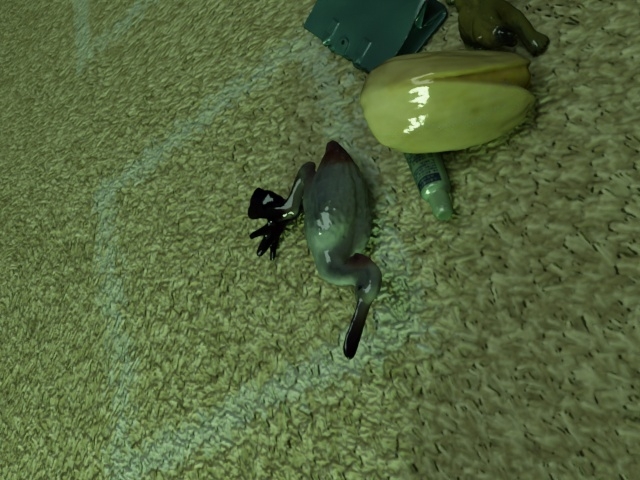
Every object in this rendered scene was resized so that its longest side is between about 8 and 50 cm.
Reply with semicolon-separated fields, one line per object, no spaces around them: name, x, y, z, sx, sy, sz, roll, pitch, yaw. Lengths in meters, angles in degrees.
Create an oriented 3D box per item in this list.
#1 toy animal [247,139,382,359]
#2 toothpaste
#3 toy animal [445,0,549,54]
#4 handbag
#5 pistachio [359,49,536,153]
toy animal;0.017;-0.013;0.873;0.195;0.090;0.324;-60;38;10
toothpaste;0.129;-0.115;0.863;0.062;0.037;0.216;-26;52;18
toy animal;0.199;-0.293;0.838;0.103;0.101;0.218;-25;57;27
handbag;0.071;-0.328;0.995;0.221;0.057;0.144;46;109;40
pistachio;0.146;-0.162;0.788;0.201;0.145;0.117;0;93;14
